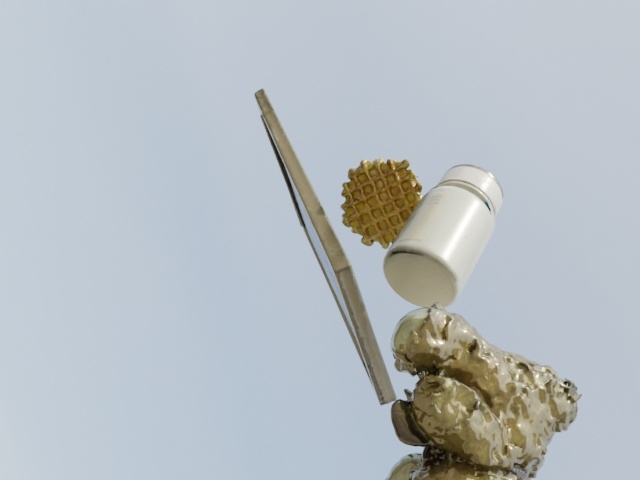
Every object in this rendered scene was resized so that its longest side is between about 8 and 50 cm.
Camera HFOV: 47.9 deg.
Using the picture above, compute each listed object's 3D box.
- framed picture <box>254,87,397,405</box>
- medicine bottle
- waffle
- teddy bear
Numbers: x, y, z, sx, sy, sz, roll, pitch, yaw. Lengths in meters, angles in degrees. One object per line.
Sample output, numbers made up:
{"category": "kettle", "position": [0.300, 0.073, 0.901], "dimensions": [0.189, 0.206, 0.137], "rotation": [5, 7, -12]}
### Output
{"category": "framed picture", "position": [0.000, 0.000, 1.140], "dimensions": [0.446, 0.028, 0.326], "rotation": [-115, -176, -46]}
{"category": "medicine bottle", "position": [0.222, -0.014, 1.262], "dimensions": [0.144, 0.258, 0.143], "rotation": [22, -38, 19]}
{"category": "waffle", "position": [0.123, -0.072, 1.417], "dimensions": [0.191, 0.038, 0.191], "rotation": [2, -80, 12]}
{"category": "teddy bear", "position": [0.147, 0.223, 0.706], "dimensions": [0.156, 0.267, 0.256], "rotation": [10, -112, 36]}
